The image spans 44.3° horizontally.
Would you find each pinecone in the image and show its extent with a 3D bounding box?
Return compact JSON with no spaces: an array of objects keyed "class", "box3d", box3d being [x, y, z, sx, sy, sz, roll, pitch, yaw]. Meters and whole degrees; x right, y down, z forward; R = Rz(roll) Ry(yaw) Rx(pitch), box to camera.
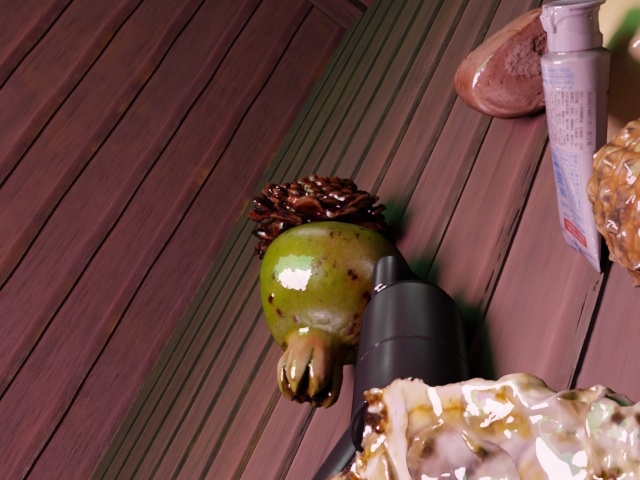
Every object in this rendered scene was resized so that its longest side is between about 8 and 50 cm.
[{"class":"pinecone","box3d":[0.000,0.000,1.193,0.221,0.221,0.221,-51,15,19]}]

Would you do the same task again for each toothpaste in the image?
[{"class":"toothpaste","box3d":[0.226,-0.092,0.697,0.089,0.057,0.234,-100,3,-69]}]

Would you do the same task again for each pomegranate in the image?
[{"class":"pomegranate","box3d":[0.022,0.073,0.959,0.159,0.190,0.241,-9,15,31]}]

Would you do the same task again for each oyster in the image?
[{"class":"oyster","box3d":[0.109,0.200,0.549,0.354,0.107,0.201,-19,49,54]}]

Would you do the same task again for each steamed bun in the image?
[{"class":"steamed bun","box3d":[0.265,-0.231,1.036,0.175,0.106,0.145,-40,11,5]}]

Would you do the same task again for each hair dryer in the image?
[{"class":"hair dryer","box3d":[0.049,0.183,0.844,0.302,0.116,0.244,-56,10,28]}]

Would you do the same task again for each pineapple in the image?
[{"class":"pineapple","box3d":[0.256,0.013,0.502,0.128,0.128,0.248,-48,22,29]}]

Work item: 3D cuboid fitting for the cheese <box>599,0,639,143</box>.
[{"class":"cheese","box3d":[0.352,-0.232,0.710,0.265,0.124,0.242,-30,26,58]}]
